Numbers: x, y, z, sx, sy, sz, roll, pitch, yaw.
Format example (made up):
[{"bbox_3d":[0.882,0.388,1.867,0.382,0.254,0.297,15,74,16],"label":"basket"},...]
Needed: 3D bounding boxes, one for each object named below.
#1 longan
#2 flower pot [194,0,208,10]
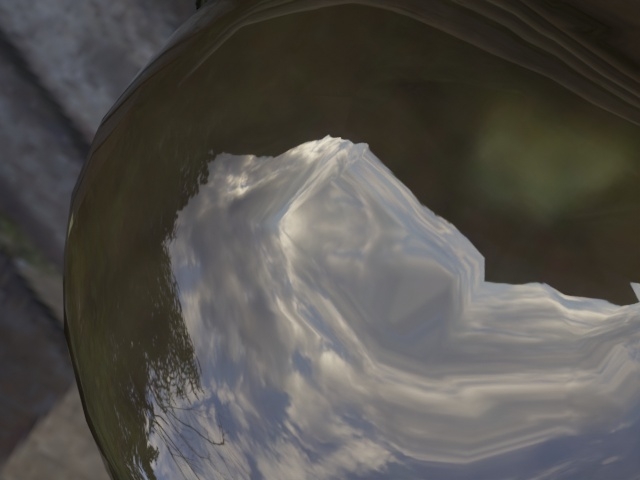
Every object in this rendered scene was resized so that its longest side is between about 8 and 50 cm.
[{"bbox_3d":[0.082,0.044,0.835,0.404,0.336,0.404,30,157,14],"label":"longan"},{"bbox_3d":[-0.074,-0.363,1.709,0.259,0.290,0.290,45,149,-20],"label":"flower pot"}]
